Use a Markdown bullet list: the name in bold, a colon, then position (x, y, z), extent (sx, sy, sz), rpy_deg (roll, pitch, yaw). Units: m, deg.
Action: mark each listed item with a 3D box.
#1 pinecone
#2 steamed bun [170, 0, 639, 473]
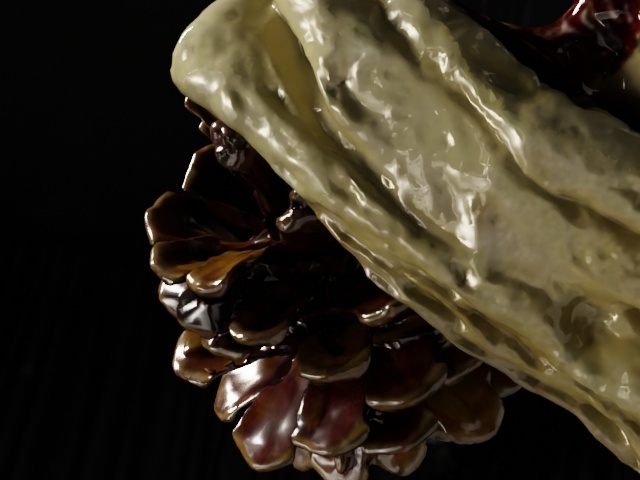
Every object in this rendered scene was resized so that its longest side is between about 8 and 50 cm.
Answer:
- **pinecone**: position (0.000, 0.000, 1.323), extent (0.384, 0.384, 0.384), rpy_deg (9, -34, 6)
- **steamed bun**: position (0.173, -0.037, 0.723), extent (0.428, 0.247, 0.189), rpy_deg (39, -59, 6)
